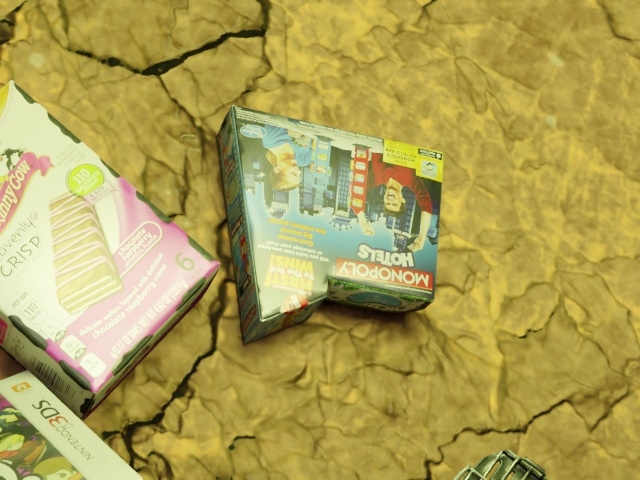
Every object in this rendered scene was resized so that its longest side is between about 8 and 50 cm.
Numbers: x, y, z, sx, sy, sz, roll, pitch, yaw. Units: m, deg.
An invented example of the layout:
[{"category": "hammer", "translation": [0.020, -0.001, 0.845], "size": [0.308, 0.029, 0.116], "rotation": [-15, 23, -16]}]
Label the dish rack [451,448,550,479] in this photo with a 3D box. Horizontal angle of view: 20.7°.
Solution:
[{"category": "dish rack", "translation": [0.185, 0.309, 1.400], "size": [0.271, 0.074, 0.208], "rotation": [38, 59, 4]}]

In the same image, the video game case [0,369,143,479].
[{"category": "video game case", "translation": [-0.269, 0.186, 1.254], "size": [0.232, 0.210, 0.042], "rotation": [-21, 118, -25]}]

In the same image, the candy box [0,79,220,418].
[{"category": "candy box", "translation": [-0.220, 0.005, 1.411], "size": [0.233, 0.071, 0.159], "rotation": [40, 61, 4]}]

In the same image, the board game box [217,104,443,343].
[{"category": "board game box", "translation": [0.000, 0.000, 1.490], "size": [0.194, 0.060, 0.194], "rotation": [12, 64, -12]}]
